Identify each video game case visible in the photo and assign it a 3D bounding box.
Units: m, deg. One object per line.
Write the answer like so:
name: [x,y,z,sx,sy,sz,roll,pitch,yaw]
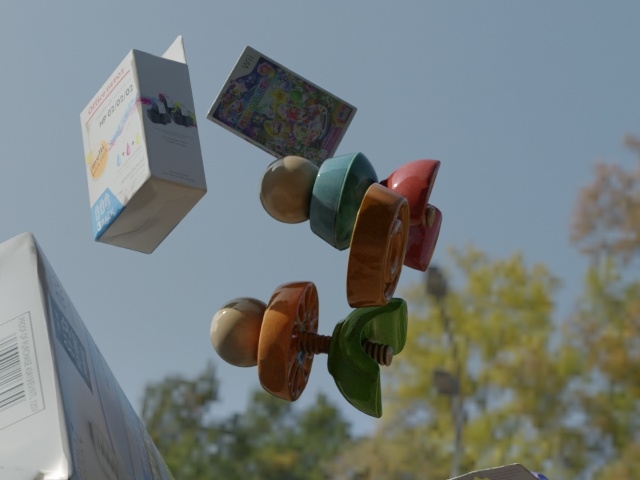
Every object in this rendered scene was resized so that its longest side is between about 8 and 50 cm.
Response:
video game case: [-0.035,-0.119,1.849,0.122,0.087,0.011,29,-27,-4]

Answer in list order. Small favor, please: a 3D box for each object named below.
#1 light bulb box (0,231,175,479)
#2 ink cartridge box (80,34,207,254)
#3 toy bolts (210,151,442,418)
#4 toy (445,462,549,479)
light bulb box: [-0.236,0.256,1.579,0.225,0.358,0.361,-25,-56,2]
ink cartridge box: [-0.161,-0.094,1.758,0.061,0.181,0.104,14,-41,-32]
toy bolts: [0.000,0.000,1.652,0.158,0.228,0.218,11,-41,13]
toy: [0.229,0.263,1.839,0.237,0.056,0.137,40,-35,-20]
